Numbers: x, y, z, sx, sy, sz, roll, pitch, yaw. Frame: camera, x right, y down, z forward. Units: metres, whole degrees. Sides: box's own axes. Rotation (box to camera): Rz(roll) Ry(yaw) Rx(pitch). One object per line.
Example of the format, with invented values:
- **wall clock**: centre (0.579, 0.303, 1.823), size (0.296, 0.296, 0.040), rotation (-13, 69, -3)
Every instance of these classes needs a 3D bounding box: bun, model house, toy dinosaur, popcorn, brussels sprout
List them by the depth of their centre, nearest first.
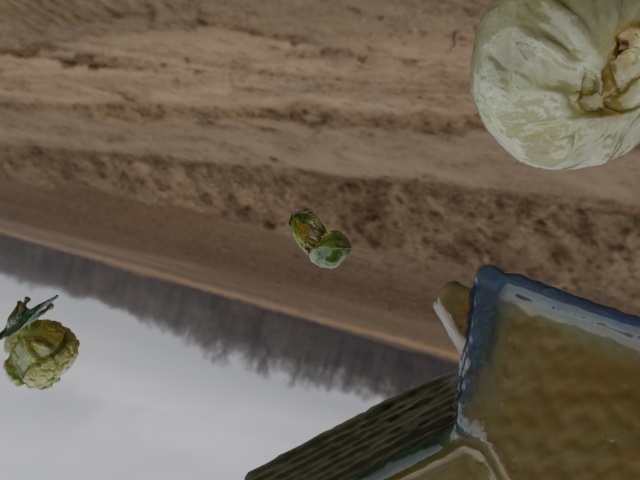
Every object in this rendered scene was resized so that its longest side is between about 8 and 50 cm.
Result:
- **bun**: centre (0.247, -0.160, 0.752), size (0.222, 0.222, 0.127), rotation (21, 180, -31)
- **model house**: centre (0.148, 0.248, 0.795), size (0.342, 0.382, 0.334), rotation (59, 174, 26)
- **brussels sprout**: centre (-0.001, 0.000, 0.936), size (0.046, 0.050, 0.083), rotation (-19, -140, -26)
- **toy dinosaur**: centre (-0.352, 0.094, 0.985), size (0.120, 0.060, 0.029), rotation (-19, 119, 31)
- **popcorn**: centre (-0.521, 0.216, 1.546), size (0.136, 0.162, 0.141), rotation (-12, -154, -3)
